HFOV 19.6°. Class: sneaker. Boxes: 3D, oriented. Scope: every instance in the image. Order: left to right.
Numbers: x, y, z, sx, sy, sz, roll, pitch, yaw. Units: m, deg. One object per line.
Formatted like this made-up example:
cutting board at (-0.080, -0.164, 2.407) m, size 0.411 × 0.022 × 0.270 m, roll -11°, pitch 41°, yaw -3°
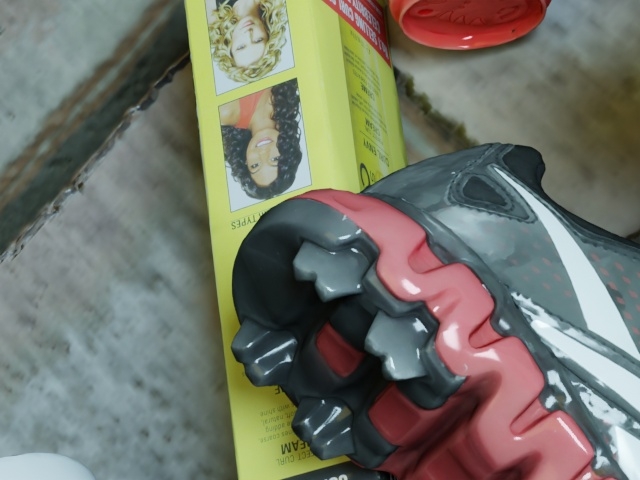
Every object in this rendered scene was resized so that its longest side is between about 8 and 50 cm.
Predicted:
sneaker at (0.098, 0.079, 0.595) m, size 0.276 × 0.135 × 0.097 m, roll 51°, pitch 144°, yaw 6°

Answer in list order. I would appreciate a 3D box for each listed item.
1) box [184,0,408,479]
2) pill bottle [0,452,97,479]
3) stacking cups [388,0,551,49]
box at (0.000, 0.000, 0.704) m, size 0.058 × 0.087 × 0.232 m, roll -18°, pitch 63°, yaw 21°
pill bottle at (-0.075, 0.192, 0.647) m, size 0.131 × 0.131 × 0.229 m, roll -42°, pitch 57°, yaw 10°
stacking cups at (0.056, -0.233, 0.763) m, size 0.096 × 0.096 × 0.316 m, roll -14°, pitch 70°, yaw 24°
